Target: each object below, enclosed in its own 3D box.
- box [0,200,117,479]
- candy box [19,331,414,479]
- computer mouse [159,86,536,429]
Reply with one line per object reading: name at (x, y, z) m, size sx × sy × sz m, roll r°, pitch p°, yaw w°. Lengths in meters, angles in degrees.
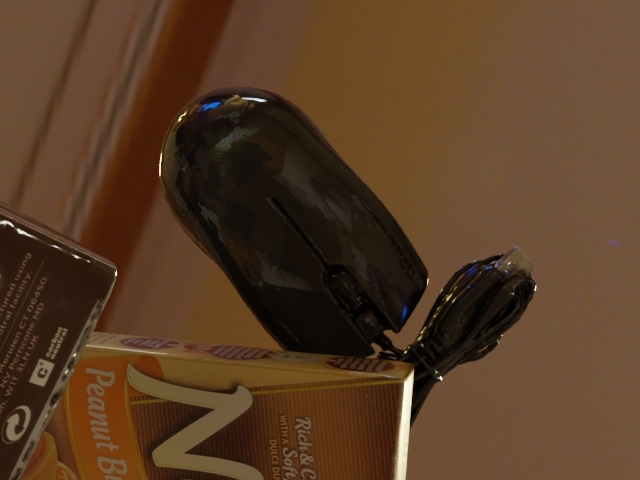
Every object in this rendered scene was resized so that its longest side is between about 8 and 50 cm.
box at (-0.241, 0.029, 0.925) m, size 0.203 × 0.167 × 0.168 m, roll 25°, pitch -92°, yaw 30°
candy box at (-0.104, 0.159, 1.317) m, size 0.316 × 0.087 × 0.183 m, roll 5°, pitch -85°, yaw 8°
computer mouse at (0.000, 0.000, 1.358) m, size 0.188 × 0.072 × 0.272 m, roll -44°, pitch -95°, yaw -3°
